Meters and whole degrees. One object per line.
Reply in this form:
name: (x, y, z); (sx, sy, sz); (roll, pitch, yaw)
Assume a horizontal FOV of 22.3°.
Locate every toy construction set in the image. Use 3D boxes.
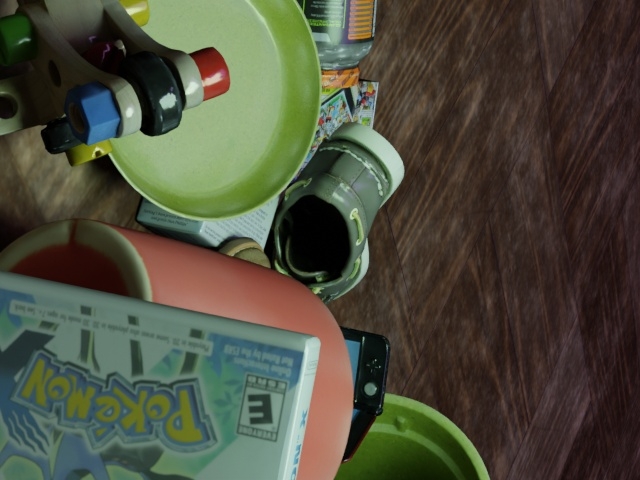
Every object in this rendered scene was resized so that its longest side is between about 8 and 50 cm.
toy construction set: (-0.166, -0.198, 1.195); (0.309, 0.257, 0.237); (-48, -172, -23)

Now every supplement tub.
supplement tub: (-0.002, -0.249, 1.584); (0.117, 0.117, 0.190); (-23, 121, -60)

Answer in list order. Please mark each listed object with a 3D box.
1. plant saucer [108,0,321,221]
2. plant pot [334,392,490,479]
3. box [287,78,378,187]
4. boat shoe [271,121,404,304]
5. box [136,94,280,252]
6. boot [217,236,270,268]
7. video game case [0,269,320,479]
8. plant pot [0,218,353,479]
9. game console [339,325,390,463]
plant saucer: (-0.105, -0.136, 1.413); (0.241, 0.037, 0.241); (0, 90, -37)
plant pot: (0.060, 0.346, 1.831); (0.254, 0.276, 0.276); (77, 32, -61)
box: (-0.003, -0.117, 1.730); (0.207, 0.036, 0.114); (-11, 110, -63)
boat shoe: (-0.004, -0.003, 1.624); (0.091, 0.109, 0.305); (-50, 172, -31)
box: (-0.096, -0.056, 1.518); (0.126, 0.072, 0.137); (40, 65, -62)
boot: (-0.090, 0.150, 1.498); (0.112, 0.115, 0.305); (6, 106, -57)
video game case: (-0.183, 0.182, 1.132); (0.036, 0.329, 0.300); (5, 95, -75)
plant pot: (-0.144, 0.114, 1.296); (0.243, 0.275, 0.275); (35, 68, -54)
game console: (-0.012, 0.151, 1.692); (0.085, 0.144, 0.124); (-13, 112, -64)
